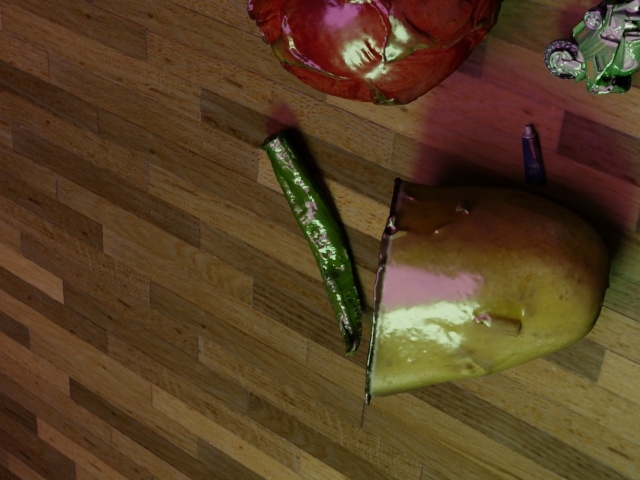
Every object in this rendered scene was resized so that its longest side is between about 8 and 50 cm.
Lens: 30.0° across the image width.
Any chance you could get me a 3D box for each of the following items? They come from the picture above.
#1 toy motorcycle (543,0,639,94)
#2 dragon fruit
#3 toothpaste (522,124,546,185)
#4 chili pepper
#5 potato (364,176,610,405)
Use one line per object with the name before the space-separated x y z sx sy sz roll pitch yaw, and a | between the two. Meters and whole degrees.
toy motorcycle | 0.344 -0.230 1.381 0.106 0.074 0.190 47 136 -2
dragon fruit | 0.068 -0.304 1.442 0.342 0.277 0.277 -38 85 30
toothpaste | 0.275 -0.110 1.549 0.027 0.019 0.083 -4 113 18
chili pepper | 0.000 0.000 1.827 0.359 0.076 0.085 67 164 -4
potato | 0.216 0.089 1.576 0.296 0.290 0.397 8 144 8
